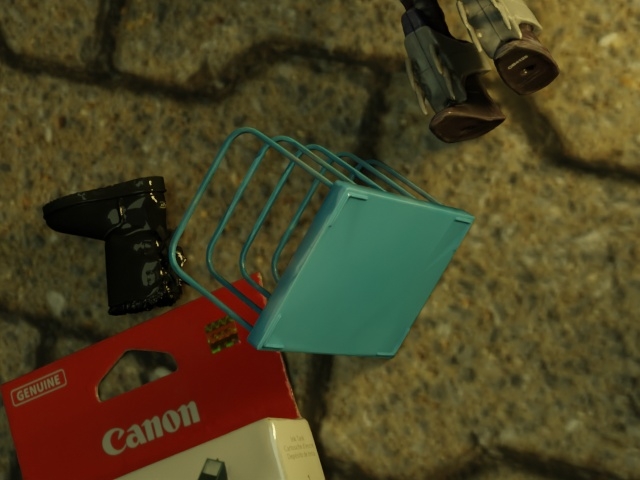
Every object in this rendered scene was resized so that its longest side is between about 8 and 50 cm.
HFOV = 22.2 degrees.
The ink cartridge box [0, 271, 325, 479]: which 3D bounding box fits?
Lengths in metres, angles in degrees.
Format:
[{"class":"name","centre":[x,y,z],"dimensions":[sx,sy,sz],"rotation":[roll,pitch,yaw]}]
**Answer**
[{"class":"ink cartridge box","centre":[-0.131,0.180,1.225],"dimensions":[0.275,0.060,0.239],"rotation":[-24,76,26]}]

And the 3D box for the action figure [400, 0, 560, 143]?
[{"class":"action figure","centre":[0.067,-0.215,1.119],"dimensions":[0.185,0.099,0.285],"rotation":[-37,65,32]}]

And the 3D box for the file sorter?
[{"class":"file sorter","centre":[0.000,0.000,1.100],"dimensions":[0.104,0.170,0.118],"rotation":[37,105,31]}]

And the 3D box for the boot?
[{"class":"boot","centre":[-0.159,0.009,1.263],"dimensions":[0.121,0.045,0.099],"rotation":[-13,83,27]}]
